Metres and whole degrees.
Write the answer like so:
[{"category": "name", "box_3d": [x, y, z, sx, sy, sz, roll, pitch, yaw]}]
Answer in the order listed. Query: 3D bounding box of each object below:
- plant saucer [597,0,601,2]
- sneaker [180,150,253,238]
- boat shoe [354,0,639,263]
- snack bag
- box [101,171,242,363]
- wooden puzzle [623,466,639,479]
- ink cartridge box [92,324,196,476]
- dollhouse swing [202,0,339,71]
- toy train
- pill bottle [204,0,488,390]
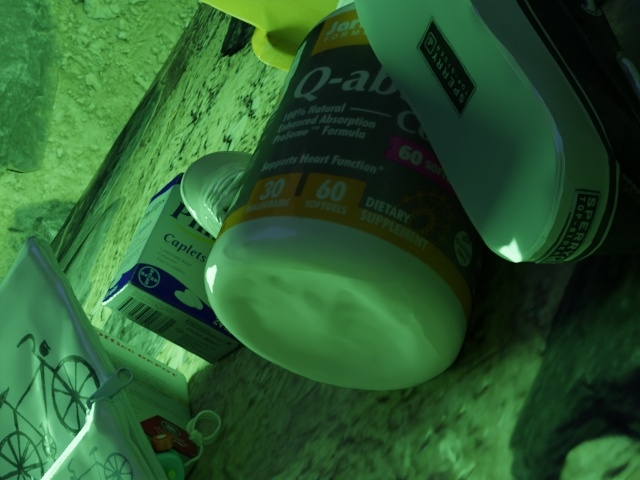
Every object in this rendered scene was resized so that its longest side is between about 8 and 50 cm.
[{"category": "plant saucer", "box_3d": [0.210, -0.201, 0.724, 0.192, 0.018, 0.067, -35, 29, 47]}, {"category": "sneaker", "box_3d": [-0.048, -0.027, 0.856, 0.228, 0.092, 0.087, 32, 84, 45]}, {"category": "boat shoe", "box_3d": [0.104, -0.120, 0.580, 0.306, 0.105, 0.113, 67, 146, 37]}, {"category": "snack bag", "box_3d": [-0.232, 0.210, 0.843, 0.323, 0.037, 0.342, -47, 63, 32]}, {"category": "box", "box_3d": [-0.120, 0.026, 1.027, 0.072, 0.126, 0.137, -36, 28, 51]}, {"category": "wooden puzzle", "box_3d": [0.045, 0.249, 0.324, 0.322, 0.080, 0.348, -50, 20, 24]}, {"category": "ink cartridge box", "box_3d": [-0.205, 0.181, 0.996, 0.127, 0.128, 0.176, -55, 18, 9]}, {"category": "dollhouse swing", "box_3d": [0.012, -0.385, 1.076, 0.347, 0.305, 0.315, -42, 24, 41]}, {"category": "toy train", "box_3d": [-0.167, 0.157, 0.875, 0.125, 0.166, 0.046, -61, 16, 0]}, {"category": "pill bottle", "box_3d": [0.042, -0.056, 0.694, 0.162, 0.162, 0.278, -33, 31, 51]}]
